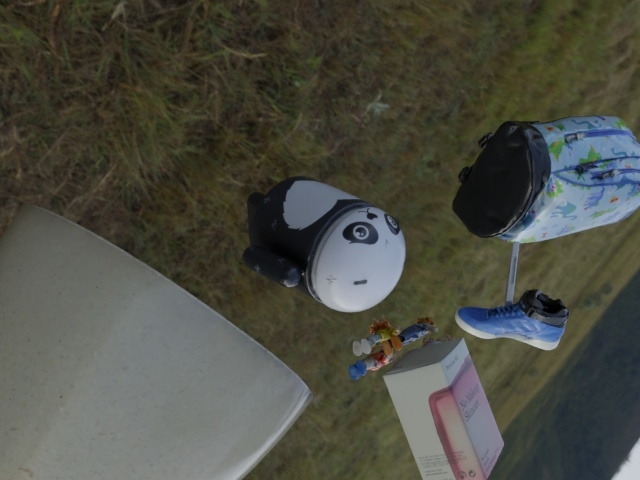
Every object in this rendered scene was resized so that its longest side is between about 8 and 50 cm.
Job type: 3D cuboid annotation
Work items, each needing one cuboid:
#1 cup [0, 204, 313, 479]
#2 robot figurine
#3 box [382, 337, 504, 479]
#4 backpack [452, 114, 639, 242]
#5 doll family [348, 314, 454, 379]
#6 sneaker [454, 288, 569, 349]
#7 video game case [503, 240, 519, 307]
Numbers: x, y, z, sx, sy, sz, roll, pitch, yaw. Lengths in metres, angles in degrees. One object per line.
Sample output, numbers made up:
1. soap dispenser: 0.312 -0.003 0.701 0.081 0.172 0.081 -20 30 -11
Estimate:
1. cup: -0.206 0.160 0.579 0.237 0.331 0.331 -58 164 -19
2. robot figurine: 0.001 -0.003 0.978 0.209 0.278 0.173 -55 141 -9
3. box: 0.240 0.327 1.197 0.127 0.232 0.148 -21 180 31
4. backpack: 0.506 -0.131 1.300 0.355 0.273 0.290 -23 155 -29
5. doll family: 0.181 0.221 1.409 0.263 0.118 0.163 -20 175 38
6. sneaker: 0.275 0.101 0.889 0.058 0.152 0.084 -65 167 -55
7. video game case: 0.297 0.074 0.977 0.087 0.011 0.122 80 24 -46
